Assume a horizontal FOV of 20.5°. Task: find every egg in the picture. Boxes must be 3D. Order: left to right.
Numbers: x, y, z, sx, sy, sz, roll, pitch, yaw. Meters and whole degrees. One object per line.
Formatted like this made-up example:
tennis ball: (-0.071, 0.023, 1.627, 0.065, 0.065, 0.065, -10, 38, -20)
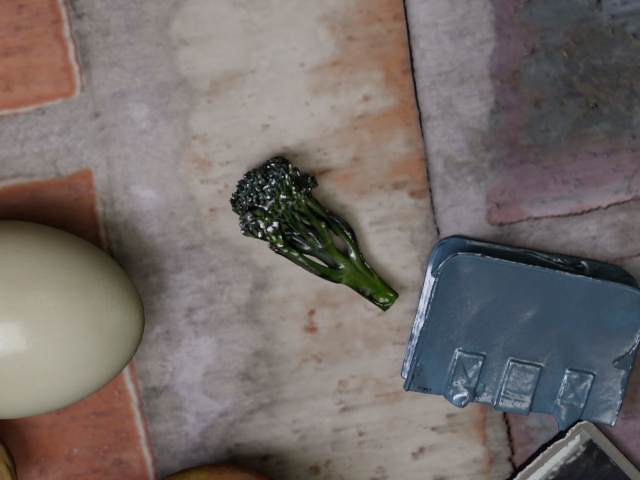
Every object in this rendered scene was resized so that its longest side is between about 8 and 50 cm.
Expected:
egg: (-0.285, 0.074, 1.652, 0.241, 0.186, 0.186, 1, 107, -17)

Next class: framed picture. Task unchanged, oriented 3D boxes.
framed picture: (0.241, 0.332, 1.880, 0.265, 0.018, 0.192, -43, 106, 7)

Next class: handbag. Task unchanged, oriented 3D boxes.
handbag: (0.205, 0.099, 1.784, 0.229, 0.062, 0.179, 10, 108, -10)

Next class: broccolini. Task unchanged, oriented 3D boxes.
broccolini: (-0.008, 0.002, 1.737, 0.202, 0.068, 0.091, 48, 67, -26)

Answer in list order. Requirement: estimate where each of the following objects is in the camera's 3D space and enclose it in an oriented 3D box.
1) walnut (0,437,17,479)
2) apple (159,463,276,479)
walnut: (-0.375, 0.227, 1.712, 0.166, 0.149, 0.166, 9, 119, 16)
apple: (-0.110, 0.375, 1.748, 0.277, 0.250, 0.309, 19, 83, 4)
